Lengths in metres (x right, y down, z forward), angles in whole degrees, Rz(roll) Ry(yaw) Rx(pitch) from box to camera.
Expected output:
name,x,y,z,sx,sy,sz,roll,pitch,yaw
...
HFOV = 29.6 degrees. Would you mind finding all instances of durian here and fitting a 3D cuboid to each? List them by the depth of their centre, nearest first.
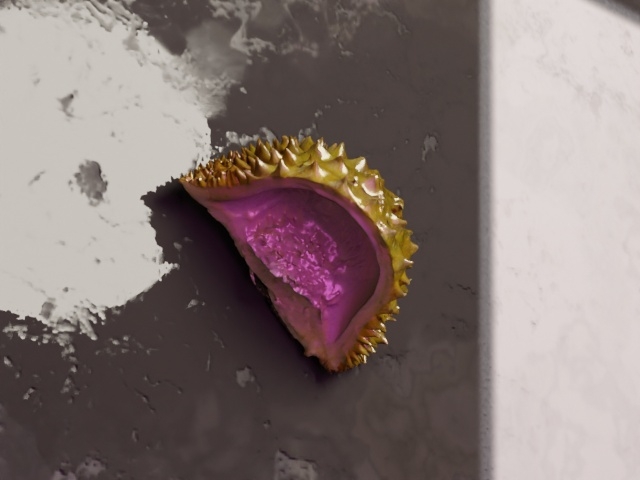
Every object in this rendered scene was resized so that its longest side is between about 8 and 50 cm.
name,x,y,z,sx,sy,sz,roll,pitch,yaw
durian,-0.001,-0.002,0.915,0.132,0.165,0.182,-40,79,1
